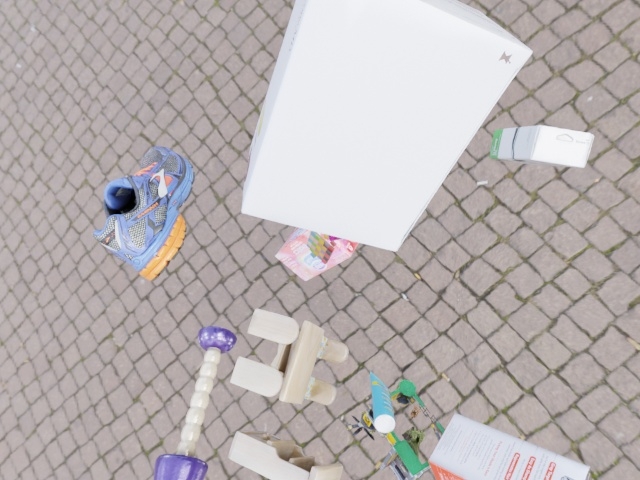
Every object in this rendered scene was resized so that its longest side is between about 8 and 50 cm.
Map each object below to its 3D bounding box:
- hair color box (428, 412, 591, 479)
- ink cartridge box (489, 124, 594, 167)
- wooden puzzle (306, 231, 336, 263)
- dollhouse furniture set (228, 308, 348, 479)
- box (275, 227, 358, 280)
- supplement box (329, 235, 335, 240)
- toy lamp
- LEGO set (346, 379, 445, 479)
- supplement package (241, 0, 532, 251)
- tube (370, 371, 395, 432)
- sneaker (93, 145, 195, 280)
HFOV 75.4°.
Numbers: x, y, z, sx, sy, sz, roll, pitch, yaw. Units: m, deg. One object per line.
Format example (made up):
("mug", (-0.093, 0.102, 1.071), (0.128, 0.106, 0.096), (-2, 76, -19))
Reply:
("hair color box", (0.196, 0.247, 0.438), (0.141, 0.043, 0.072), (6, 39, 46))
("ink cartridge box", (0.575, -0.247, 1.096), (0.153, 0.208, 0.086), (7, 101, -7))
("wooden puzzle", (-0.002, 0.011, 0.703), (0.049, 0.083, 0.006), (42, 57, 13))
("dollhouse furniture set", (-0.044, 0.430, 1.128), (0.257, 0.362, 0.394), (9, 71, 29))
("box", (0.000, 0.000, 1.305), (0.142, 0.300, 0.154), (41, 56, -10))
("supplement box", (0.073, -0.075, 1.015), (0.114, 0.220, 0.111), (-14, 84, -8))
("toy lamp", (-0.198, 0.272, 0.658), (0.080, 0.080, 0.274), (-10, 47, 17))
("LEGO set", (0.272, 0.651, 1.362), (0.331, 0.255, 0.192), (44, 139, 32))
("supplement package", (0.045, -0.144, 0.465), (0.204, 0.145, 0.261), (14, 129, -17))
("tube", (0.169, 0.441, 1.138), (0.052, 0.207, 0.080), (-39, 97, 10))
("sneaker", (-0.212, -0.057, 0.504), (0.083, 0.087, 0.221), (-40, 39, 18))
